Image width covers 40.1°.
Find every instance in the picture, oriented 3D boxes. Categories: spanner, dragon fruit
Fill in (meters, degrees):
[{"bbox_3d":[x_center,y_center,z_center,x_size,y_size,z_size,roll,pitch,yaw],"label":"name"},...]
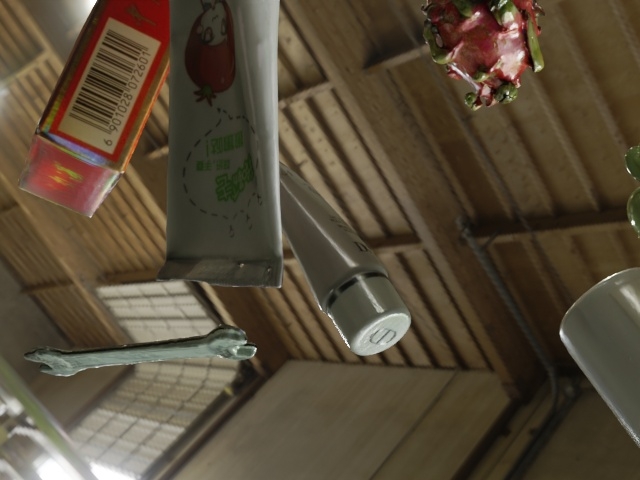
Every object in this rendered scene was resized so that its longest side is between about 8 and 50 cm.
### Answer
[{"bbox_3d":[-0.204,0.127,0.973,0.302,0.017,0.071,-8,-36,25],"label":"spanner"},{"bbox_3d":[0.219,-0.267,1.142,0.172,0.160,0.166,57,4,-14],"label":"dragon fruit"}]

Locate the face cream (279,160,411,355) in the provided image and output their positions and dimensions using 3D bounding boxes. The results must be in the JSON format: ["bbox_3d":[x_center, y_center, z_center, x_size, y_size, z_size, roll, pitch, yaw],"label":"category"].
[{"bbox_3d":[0.000,0.000,1.072,0.143,0.089,0.314,29,22,-53],"label":"face cream"}]

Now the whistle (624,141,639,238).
[{"bbox_3d":[0.595,-0.118,1.519,0.141,0.294,0.141,3,-19,1],"label":"whistle"}]

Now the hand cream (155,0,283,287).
[{"bbox_3d":[-0.065,-0.137,0.560,0.121,0.076,0.336,-5,-96,49],"label":"hand cream"}]

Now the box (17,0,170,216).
[{"bbox_3d":[-0.191,-0.195,0.867,0.089,0.313,0.197,25,-19,-16],"label":"box"}]

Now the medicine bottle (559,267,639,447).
[{"bbox_3d":[0.389,0.161,0.970,0.144,0.144,0.252,87,-20,-49],"label":"medicine bottle"}]
